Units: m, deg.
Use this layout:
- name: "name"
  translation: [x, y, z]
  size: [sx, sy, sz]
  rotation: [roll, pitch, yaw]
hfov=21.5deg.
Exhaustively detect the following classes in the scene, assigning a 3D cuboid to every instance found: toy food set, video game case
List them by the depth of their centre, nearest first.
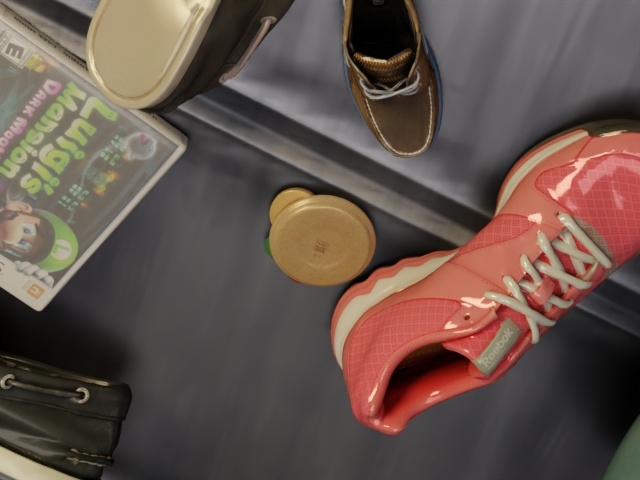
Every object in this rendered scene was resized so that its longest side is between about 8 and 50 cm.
- name: "video game case"
  translation: [-0.222, -0.056, 1.239]
  size: [0.173, 0.022, 0.190]
  rotation: [35, 115, -19]
- name: "toy food set"
  translation: [0.000, 0.000, 1.270]
  size: [0.083, 0.020, 0.083]
  rotation: [5, 121, -3]

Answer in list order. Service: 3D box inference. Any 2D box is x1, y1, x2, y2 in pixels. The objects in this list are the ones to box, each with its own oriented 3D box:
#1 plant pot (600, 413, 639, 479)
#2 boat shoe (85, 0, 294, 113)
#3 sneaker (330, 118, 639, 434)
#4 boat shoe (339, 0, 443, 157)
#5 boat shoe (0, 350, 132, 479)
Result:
- name: "plant pot"
  translation: [0.372, 0.151, 1.235]
  size: [0.290, 0.290, 0.195]
  rotation: [24, 83, -13]
- name: "boat shoe"
  translation: [-0.038, -0.226, 1.106]
  size: [0.112, 0.095, 0.335]
  rotation: [44, 114, 17]
- name: "sneaker"
  translation: [0.143, 0.041, 1.225]
  size: [0.314, 0.136, 0.116]
  rotation: [-38, 115, 21]
- name: "boat shoe"
  translation: [0.042, -0.129, 1.163]
  size: [0.066, 0.066, 0.183]
  rotation: [-13, 120, 9]
- name: "boat shoe"
  translation: [-0.295, 0.076, 1.273]
  size: [0.340, 0.127, 0.113]
  rotation: [30, 88, -8]
